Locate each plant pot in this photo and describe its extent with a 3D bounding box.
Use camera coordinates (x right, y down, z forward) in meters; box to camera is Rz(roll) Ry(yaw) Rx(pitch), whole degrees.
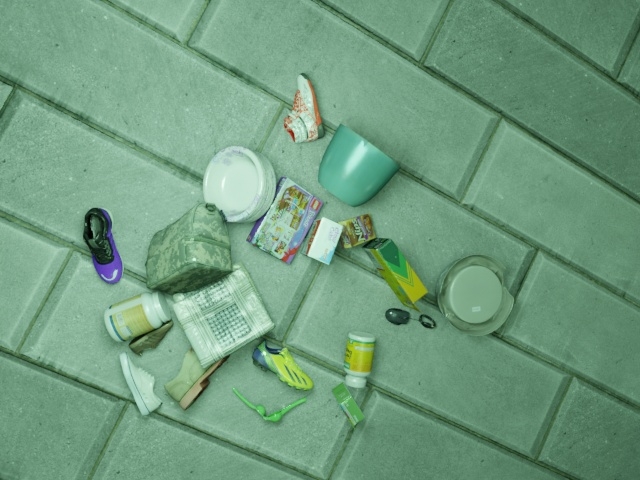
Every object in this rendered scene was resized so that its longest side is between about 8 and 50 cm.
[{"bbox_3d":[0.128,-0.275,1.654,0.292,0.293,0.235,34,101,-9],"label":"plant pot"}]

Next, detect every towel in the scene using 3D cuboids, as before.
[{"bbox_3d":[-0.376,0.268,1.607,0.312,0.056,0.324,-28,69,-13],"label":"towel"}]

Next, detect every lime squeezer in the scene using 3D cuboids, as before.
[{"bbox_3d":[-0.216,0.678,1.716,0.309,0.059,0.110,12,89,-9],"label":"lime squeezer"}]

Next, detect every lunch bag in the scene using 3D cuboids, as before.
[{"bbox_3d":[-0.475,0.026,1.525,0.304,0.212,0.256,-26,66,31],"label":"lunch bag"}]

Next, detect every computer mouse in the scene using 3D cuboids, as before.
[{"bbox_3d":[0.395,0.344,1.829,0.241,0.041,0.071,12,88,-11],"label":"computer mouse"}]

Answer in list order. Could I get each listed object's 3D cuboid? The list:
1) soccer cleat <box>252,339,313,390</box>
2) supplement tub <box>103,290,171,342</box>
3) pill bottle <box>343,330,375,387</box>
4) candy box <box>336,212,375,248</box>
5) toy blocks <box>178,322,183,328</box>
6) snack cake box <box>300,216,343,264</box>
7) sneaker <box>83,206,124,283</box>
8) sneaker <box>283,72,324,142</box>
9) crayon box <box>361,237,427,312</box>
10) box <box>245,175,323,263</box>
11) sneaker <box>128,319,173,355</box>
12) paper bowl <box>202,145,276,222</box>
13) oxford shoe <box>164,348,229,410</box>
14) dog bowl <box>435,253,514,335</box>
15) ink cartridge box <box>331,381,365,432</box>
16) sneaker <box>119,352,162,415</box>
[{"bbox_3d":[-0.139,0.508,1.710,0.289,0.093,0.121,33,79,-10],"label":"soccer cleat"},{"bbox_3d":[-0.682,0.281,1.579,0.199,0.144,0.145,-21,95,-9],"label":"supplement tub"},{"bbox_3d":[0.159,0.493,1.750,0.117,0.117,0.209,8,90,-10],"label":"pill bottle"},{"bbox_3d":[0.147,-0.040,1.719,0.186,0.053,0.109,-19,96,-47],"label":"candy box"},{"bbox_3d":[-0.463,0.310,1.648,0.123,0.054,0.148,40,83,22],"label":"toy blocks"},{"bbox_3d":[0.000,0.000,1.636,0.089,0.264,0.152,23,87,-8],"label":"snack cake box"},{"bbox_3d":[-0.813,0.021,1.550,0.102,0.146,0.294,-12,93,-10],"label":"sneaker"},{"bbox_3d":[-0.089,-0.530,1.700,0.144,0.090,0.271,-18,97,-12],"label":"sneaker"},{"bbox_3d":[0.315,0.136,1.731,0.081,0.202,0.319,-36,98,-8],"label":"crayon box"},{"bbox_3d":[-0.140,-0.078,1.679,0.200,0.057,0.294,32,85,-33],"label":"box"},{"bbox_3d":[-0.644,0.376,1.639,0.188,0.066,0.071,-30,113,-3],"label":"sneaker"},{"bbox_3d":[-0.295,-0.206,1.603,0.283,0.148,0.285,-1,89,28],"label":"paper bowl"},{"bbox_3d":[-0.448,0.451,1.633,0.146,0.140,0.397,36,78,7],"label":"oxford shoe"},{"bbox_3d":[0.664,0.233,1.845,0.347,0.102,0.350,0,91,-10],"label":"dog bowl"},{"bbox_3d":[0.116,0.666,1.698,0.062,0.209,0.109,-32,96,-8],"label":"ink cartridge box"},{"bbox_3d":[-0.691,0.538,1.621,0.091,0.094,0.259,-25,100,-27],"label":"sneaker"}]
